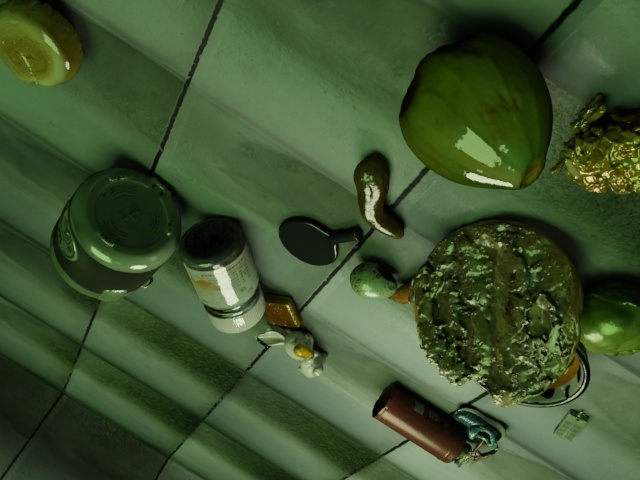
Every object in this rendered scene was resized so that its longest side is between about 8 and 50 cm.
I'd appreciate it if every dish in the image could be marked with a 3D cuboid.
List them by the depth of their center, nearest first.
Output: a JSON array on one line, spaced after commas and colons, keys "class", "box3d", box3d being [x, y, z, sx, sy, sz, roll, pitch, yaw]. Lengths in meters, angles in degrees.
[{"class": "dish", "box3d": [0.445, 0.227, 1.787, 0.303, 0.120, 0.303, 15, 135, 15]}]

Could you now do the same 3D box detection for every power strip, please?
[{"class": "power strip", "box3d": [0.614, 0.451, 2.028, 0.051, 0.019, 0.136, 25, 143, 9]}]

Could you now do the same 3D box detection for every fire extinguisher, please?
[{"class": "fire extinguisher", "box3d": [0.315, 0.506, 2.234, 0.337, 0.106, 0.147, 32, 118, -5]}]

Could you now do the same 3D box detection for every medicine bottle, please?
[{"class": "medicine bottle", "box3d": [-0.237, 0.090, 2.048, 0.165, 0.165, 0.273, 10, 138, 24]}]

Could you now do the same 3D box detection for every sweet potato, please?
[{"class": "sweet potato", "box3d": [0.115, -0.081, 1.706, 0.081, 0.062, 0.233, 7, 141, 25]}]

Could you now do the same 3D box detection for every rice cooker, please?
[{"class": "rice cooker", "box3d": [-0.504, -0.016, 2.019, 0.288, 0.288, 0.277, 39, 143, -12]}]

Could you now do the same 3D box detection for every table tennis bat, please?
[{"class": "table tennis bat", "box3d": [0.000, 0.000, 1.903, 0.236, 0.027, 0.150, -10, 128, 42]}]

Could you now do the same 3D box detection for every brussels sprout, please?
[{"class": "brussels sprout", "box3d": [0.572, 0.151, 1.622, 0.145, 0.131, 0.183, 28, 149, -36]}]

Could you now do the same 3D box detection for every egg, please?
[{"class": "egg", "box3d": [0.121, 0.093, 1.882, 0.110, 0.085, 0.085, 16, 142, 9]}]

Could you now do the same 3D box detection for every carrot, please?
[{"class": "carrot", "box3d": [0.227, 0.116, 1.852, 0.205, 0.072, 0.072, -18, 123, 45]}]

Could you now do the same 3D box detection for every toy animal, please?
[{"class": "toy animal", "box3d": [-0.073, 0.293, 2.221, 0.127, 0.131, 0.181, -36, 101, 28]}]

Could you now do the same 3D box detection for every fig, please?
[{"class": "fig", "box3d": [0.257, -0.189, 1.321, 0.271, 0.239, 0.239, 63, 152, 25]}]

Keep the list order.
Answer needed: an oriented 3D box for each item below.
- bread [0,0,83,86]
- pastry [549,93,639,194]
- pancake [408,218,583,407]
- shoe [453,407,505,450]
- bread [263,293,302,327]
[{"class": "bread", "box3d": [-0.593, -0.421, 1.739, 0.213, 0.104, 0.213, 21, 142, 17]}, {"class": "pastry", "box3d": [0.501, -0.148, 1.333, 0.250, 0.102, 0.154, 3, 135, 32]}, {"class": "pancake", "box3d": [0.340, 0.146, 1.656, 0.382, 0.071, 0.382, 4, 97, 40]}, {"class": "shoe", "box3d": [0.411, 0.489, 2.165, 0.143, 0.071, 0.064, 31, 143, 6]}, {"class": "bread", "box3d": [-0.103, 0.185, 2.179, 0.090, 0.035, 0.094, 5, 136, 28]}]
